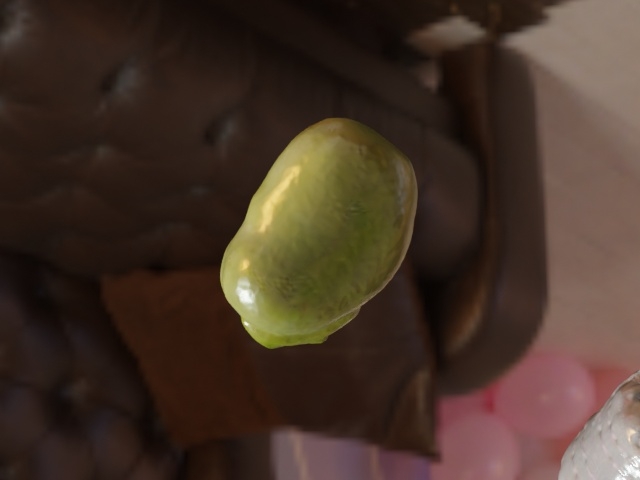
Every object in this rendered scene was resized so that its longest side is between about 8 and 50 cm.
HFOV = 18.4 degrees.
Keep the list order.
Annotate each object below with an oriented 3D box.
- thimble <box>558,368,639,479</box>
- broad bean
[{"bbox_3d":[0.277,0.175,1.581,0.151,0.127,0.118,-21,154,-44],"label":"thimble"},{"bbox_3d":[0.000,0.000,1.444,0.124,0.082,0.174,36,102,-22],"label":"broad bean"}]
